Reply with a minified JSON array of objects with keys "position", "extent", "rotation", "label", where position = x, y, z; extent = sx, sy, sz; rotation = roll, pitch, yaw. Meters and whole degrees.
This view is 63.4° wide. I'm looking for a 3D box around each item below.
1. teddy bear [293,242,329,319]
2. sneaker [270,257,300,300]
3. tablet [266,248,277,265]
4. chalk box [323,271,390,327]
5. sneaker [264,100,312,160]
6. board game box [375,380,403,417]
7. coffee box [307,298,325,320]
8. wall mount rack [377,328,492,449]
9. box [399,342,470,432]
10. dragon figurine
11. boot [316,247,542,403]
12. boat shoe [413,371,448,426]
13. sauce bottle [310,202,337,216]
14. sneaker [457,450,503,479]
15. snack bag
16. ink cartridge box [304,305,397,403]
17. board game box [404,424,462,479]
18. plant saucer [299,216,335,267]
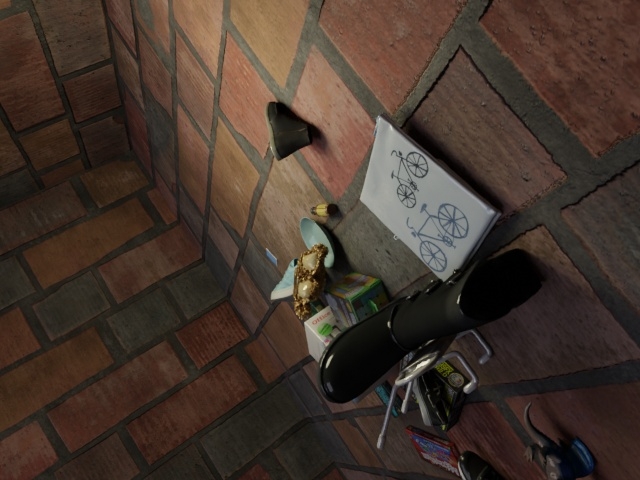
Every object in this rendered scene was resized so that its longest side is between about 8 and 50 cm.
[{"position":[-0.025,0.128,1.692],"extent":[0.338,0.112,0.245],"rotation":[106,169,-65],"label":"teddy bear"},{"position":[-0.089,0.153,2.035],"extent":[0.365,0.135,0.150],"rotation":[-27,58,55],"label":"sneaker"},{"position":[-0.221,0.076,2.355],"extent":[0.083,0.006,0.054],"rotation":[44,153,30],"label":"tablet"},{"position":[0.132,0.197,1.622],"extent":[0.213,0.132,0.133],"rotation":[13,129,59],"label":"chalk box"},{"position":[-0.090,-0.333,1.511],"extent":[0.083,0.118,0.222],"rotation":[59,-164,-55],"label":"sneaker"},{"position":[0.252,0.586,1.988],"extent":[0.186,0.026,0.126],"rotation":[51,157,19],"label":"board game box"},{"position":[-0.040,0.279,2.190],"extent":[0.113,0.040,0.184],"rotation":[53,157,14],"label":"coffee box"},{"position":[0.254,0.343,1.255],"extent":[0.304,0.350,0.131],"rotation":[-39,79,25],"label":"wall mount rack"},{"position":[0.339,0.437,1.584],"extent":[0.216,0.060,0.270],"rotation":[41,152,35],"label":"box"},{"position":[0.556,0.501,1.181],"extent":[0.085,0.143,0.290],"rotation":[117,138,-66],"label":"dragon figurine"},{"position":[0.207,0.198,1.116],"extent":[0.146,0.367,0.445],"rotation":[52,151,-2],"label":"boot"},{"position":[0.312,0.428,1.470],"extent":[0.070,0.078,0.220],"rotation":[-10,110,29],"label":"boat shoe"},{"position":[0.007,-0.096,1.632],"extent":[0.128,0.042,0.042],"rotation":[8,126,64],"label":"sauce bottle"},{"position":[0.536,0.735,1.529],"extent":[0.283,0.107,0.124],"rotation":[50,141,11],"label":"sneaker"},{"position":[0.226,-0.084,1.191],"extent":[0.342,0.037,0.323],"rotation":[46,155,21],"label":"snack bag"},{"position":[0.106,0.370,1.800],"extent":[0.270,0.198,0.197],"rotation":[40,151,37],"label":"ink cartridge box"},{"position":[0.418,0.760,1.862],"extent":[0.145,0.027,0.281],"rotation":[60,157,-6],"label":"board game box"},{"position":[0.000,0.000,1.768],"extent":[0.195,0.037,0.195],"rotation":[45,153,31],"label":"plant saucer"}]
